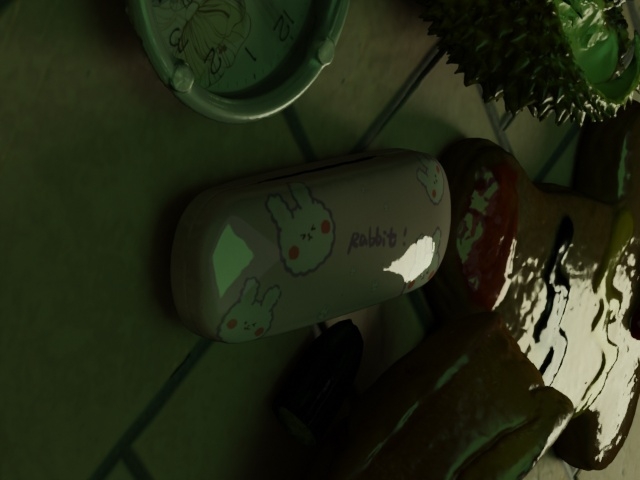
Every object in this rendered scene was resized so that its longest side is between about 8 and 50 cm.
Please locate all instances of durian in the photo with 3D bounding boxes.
[{"bbox_3d":[0.173,-0.208,1.466,0.200,0.176,0.237,-35,121,-29],"label":"durian"}]

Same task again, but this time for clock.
[{"bbox_3d":[-0.063,-0.200,1.269,0.236,0.053,0.236,-16,111,-50],"label":"clock"}]

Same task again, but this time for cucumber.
[{"bbox_3d":[0.002,0.109,1.447,0.105,0.048,0.048,-58,138,-26],"label":"cucumber"}]

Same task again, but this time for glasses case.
[{"bbox_3d":[0.000,0.000,1.387,0.297,0.075,0.113,-16,111,-49],"label":"glasses case"}]

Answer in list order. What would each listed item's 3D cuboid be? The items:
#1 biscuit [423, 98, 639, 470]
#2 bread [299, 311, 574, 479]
[{"bbox_3d":[0.220,0.051,1.680,0.394,0.076,0.368,-3,103,-51],"label":"biscuit"},{"bbox_3d":[0.075,0.179,1.435,0.270,0.142,0.195,-47,171,-4],"label":"bread"}]
